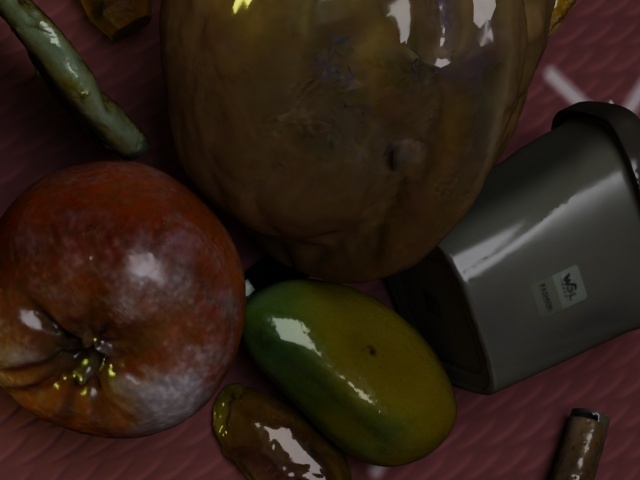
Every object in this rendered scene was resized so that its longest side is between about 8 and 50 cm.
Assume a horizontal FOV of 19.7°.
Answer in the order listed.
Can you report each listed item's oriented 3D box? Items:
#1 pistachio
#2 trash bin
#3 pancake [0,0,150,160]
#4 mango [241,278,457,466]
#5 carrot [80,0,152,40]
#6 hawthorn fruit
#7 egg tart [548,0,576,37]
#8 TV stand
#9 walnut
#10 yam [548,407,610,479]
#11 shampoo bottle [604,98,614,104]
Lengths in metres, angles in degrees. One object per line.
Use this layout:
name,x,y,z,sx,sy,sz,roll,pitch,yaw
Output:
pistachio,-0.025,0.196,1.693,0.089,0.049,0.173,-43,96,-27
trash bin,0.207,0.015,1.749,0.250,0.219,0.220,-25,102,-19
pancake,-0.234,-0.158,1.580,0.037,0.253,0.253,-41,95,-5
mango,0.030,0.112,1.689,0.237,0.091,0.137,47,51,-18
carrot,-0.248,-0.334,1.726,0.066,0.066,0.314,-26,85,-26
hawthorn fruit,-0.188,0.041,1.571,0.231,0.263,0.235,-42,130,2
egg tart,0.172,-0.312,1.846,0.291,0.107,0.290,-23,126,-35
TV stand,0.000,0.000,1.752,0.256,0.049,0.040,-37,92,-26
walnut,0.034,-0.167,1.596,0.384,0.383,0.383,6,75,-22
yam,0.228,0.287,1.782,0.046,0.046,0.264,26,69,-16
shampoo bottle,0.313,-0.074,1.914,0.049,0.034,0.141,-28,91,-32
